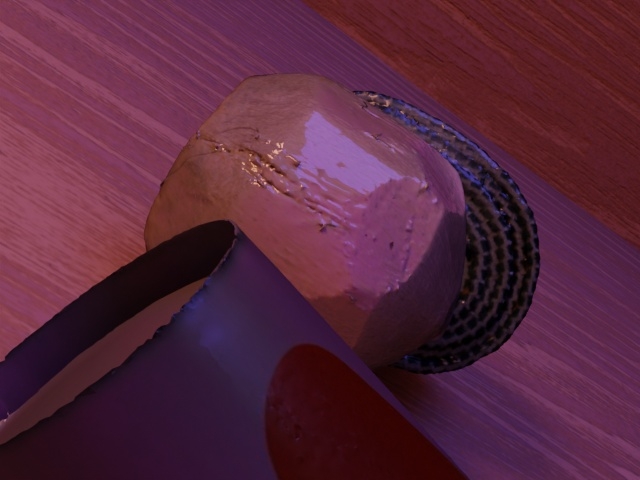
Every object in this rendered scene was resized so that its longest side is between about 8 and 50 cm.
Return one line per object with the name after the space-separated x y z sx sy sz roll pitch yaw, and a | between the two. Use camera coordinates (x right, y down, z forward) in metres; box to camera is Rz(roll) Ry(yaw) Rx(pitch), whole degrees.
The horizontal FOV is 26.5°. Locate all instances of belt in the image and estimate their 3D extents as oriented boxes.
0.057 -0.017 1.189 0.295 0.207 0.160 43 8 1 | belt

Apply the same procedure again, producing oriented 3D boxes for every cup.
0.000 0.146 0.494 0.288 0.203 0.203 54 12 -14 | cup

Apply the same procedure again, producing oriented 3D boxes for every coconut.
-0.001 0.002 1.004 0.230 0.227 0.227 35 15 2 | coconut
